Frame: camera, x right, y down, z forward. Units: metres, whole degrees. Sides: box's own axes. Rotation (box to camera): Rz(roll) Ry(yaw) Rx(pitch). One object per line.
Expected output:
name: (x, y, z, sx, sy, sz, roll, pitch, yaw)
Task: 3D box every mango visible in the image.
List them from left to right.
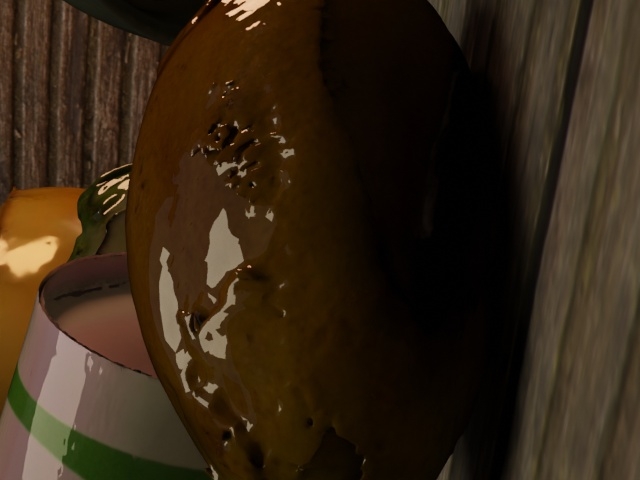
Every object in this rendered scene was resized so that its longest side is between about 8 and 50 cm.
mango: (0.000, 0.000, 0.670, 0.156, 0.151, 0.248, 51, -155, -49)

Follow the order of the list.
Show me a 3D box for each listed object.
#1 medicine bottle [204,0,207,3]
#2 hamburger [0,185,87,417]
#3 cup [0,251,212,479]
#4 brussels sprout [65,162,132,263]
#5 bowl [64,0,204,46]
medicine bottle: (-0.007, -0.165, 0.946, 0.107, 0.107, 0.191, -96, 12, -63)
hamburger: (-0.190, 0.132, 1.736, 0.396, 0.277, 0.395, -175, 90, -87)
cup: (-0.095, 0.162, 1.005, 0.253, 0.253, 0.274, -101, 22, -70)
brussels sprout: (-0.095, 0.042, 1.263, 0.244, 0.244, 0.244, -176, 90, -85)
bowl: (-0.110, -0.252, 1.041, 0.146, 0.289, 0.289, 2, 86, 46)
